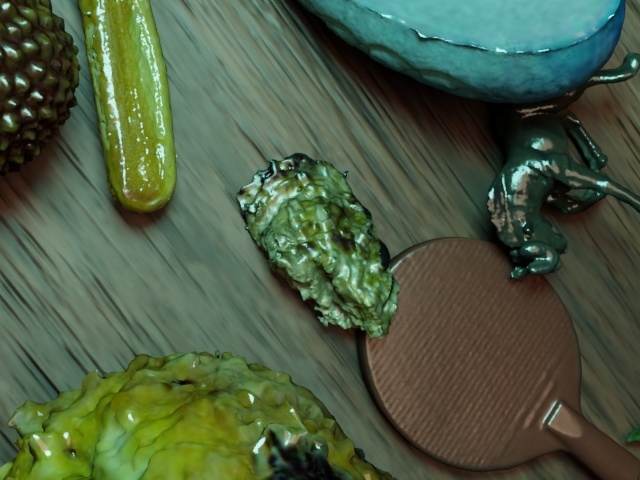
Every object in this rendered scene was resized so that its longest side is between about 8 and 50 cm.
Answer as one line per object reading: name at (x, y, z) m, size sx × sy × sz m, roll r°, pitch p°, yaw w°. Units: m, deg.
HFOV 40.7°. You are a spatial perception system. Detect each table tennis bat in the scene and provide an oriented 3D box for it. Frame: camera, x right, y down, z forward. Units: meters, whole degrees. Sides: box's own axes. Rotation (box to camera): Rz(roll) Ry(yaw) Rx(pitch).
table tennis bat at (0.169, 0.126, 0.783) m, size 0.310 × 0.038 × 0.200 m, roll 39°, pitch 76°, yaw -11°

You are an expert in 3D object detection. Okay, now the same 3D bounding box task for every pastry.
pastry at (-0.041, 0.258, 0.545) m, size 0.292 × 0.337 × 0.405 m, roll -30°, pitch 95°, yaw -14°

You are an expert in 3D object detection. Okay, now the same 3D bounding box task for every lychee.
lychee at (-0.259, -0.121, 0.595) m, size 0.188 × 0.188 × 0.188 m, roll 1°, pitch 85°, yaw -18°

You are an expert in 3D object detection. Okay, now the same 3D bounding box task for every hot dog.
hot dog at (-0.155, -0.127, 0.695) m, size 0.066 × 0.047 × 0.215 m, roll -11°, pitch 89°, yaw -32°

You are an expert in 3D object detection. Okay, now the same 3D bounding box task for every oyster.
oyster at (0.006, 0.006, 0.729) m, size 0.106 × 0.056 × 0.177 m, roll -20°, pitch 80°, yaw -24°

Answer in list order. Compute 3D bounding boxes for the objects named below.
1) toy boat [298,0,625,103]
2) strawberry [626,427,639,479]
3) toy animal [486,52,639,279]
toy boat at (0.101, -0.235, 0.745) m, size 0.330 × 0.123 × 0.215 m, roll 30°, pitch 74°, yaw 11°
strawberry at (0.440, 0.191, 0.829) m, size 0.286 × 0.106 × 0.188 m, roll -19°, pitch 93°, yaw -19°
toy animal at (0.213, -0.082, 0.783) m, size 0.148 × 0.084 × 0.232 m, roll 1°, pitch 79°, yaw -17°
